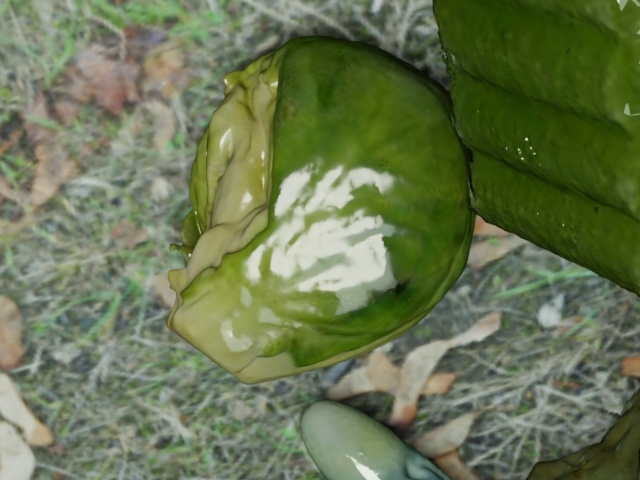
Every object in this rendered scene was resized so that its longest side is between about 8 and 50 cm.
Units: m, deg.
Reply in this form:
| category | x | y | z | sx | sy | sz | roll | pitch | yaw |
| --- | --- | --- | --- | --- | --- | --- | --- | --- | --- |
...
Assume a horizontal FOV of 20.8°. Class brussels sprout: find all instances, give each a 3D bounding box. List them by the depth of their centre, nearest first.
| category | x | y | z | sx | sy | sz | roll | pitch | yaw |
| --- | --- | --- | --- | --- | --- | --- | --- | --- | --- |
| brussels sprout | 0.006 | -0.010 | 0.888 | 0.146 | 0.131 | 0.183 | 16 | 94 | -13 |

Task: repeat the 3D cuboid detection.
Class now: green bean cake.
| category | x | y | z | sx | sy | sz | roll | pitch | yaw |
| --- | --- | --- | --- | --- | --- | --- | --- | --- | --- |
| green bean cake | 0.183 | -0.126 | 0.798 | 0.250 | 0.156 | 0.246 | -27 | 121 | -26 |

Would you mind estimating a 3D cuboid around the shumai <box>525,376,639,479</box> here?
| category | x | y | z | sx | sy | sz | roll | pitch | yaw |
| --- | --- | --- | --- | --- | --- | --- | --- | --- | --- |
| shumai | 0.246 | 0.117 | 1.024 | 0.272 | 0.204 | 0.222 | -31 | 93 | -19 |

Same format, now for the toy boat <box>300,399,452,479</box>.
| category | x | y | z | sx | sy | sz | roll | pitch | yaw |
| --- | --- | --- | --- | --- | --- | --- | --- | --- | --- |
| toy boat | 0.038 | 0.262 | 1.009 | 0.215 | 0.123 | 0.330 | -31 | 95 | 8 |
